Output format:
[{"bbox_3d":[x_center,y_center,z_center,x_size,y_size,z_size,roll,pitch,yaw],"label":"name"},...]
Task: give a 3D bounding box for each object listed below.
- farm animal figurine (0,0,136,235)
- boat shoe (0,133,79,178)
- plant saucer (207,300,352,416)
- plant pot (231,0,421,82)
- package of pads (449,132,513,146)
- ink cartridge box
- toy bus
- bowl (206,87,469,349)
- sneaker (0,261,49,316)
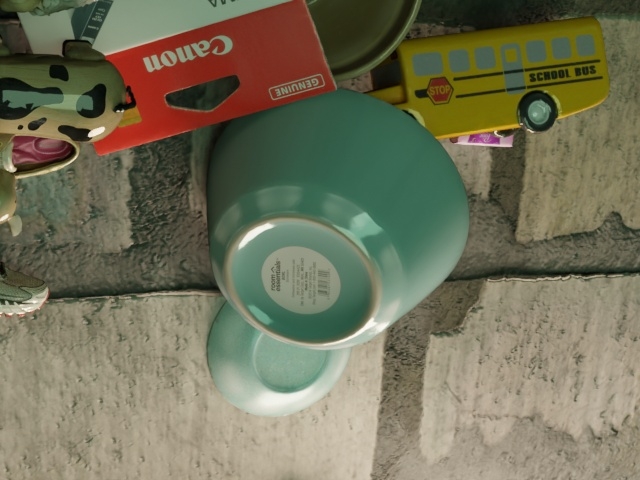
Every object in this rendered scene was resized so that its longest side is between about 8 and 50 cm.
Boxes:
[{"bbox_3d":[-0.340,-0.124,1.748,0.327,0.172,0.330,-14,112,-12],"label":"farm animal figurine"},{"bbox_3d":[-0.347,-0.097,1.909,0.170,0.059,0.063,-13,112,-19],"label":"boat shoe"},{"bbox_3d":[-0.041,0.132,2.129,0.195,0.037,0.194,-8,110,-22],"label":"plant saucer"},{"bbox_3d":[-0.011,-0.302,1.957,0.237,0.110,0.237,-8,110,-22],"label":"plant pot"},{"bbox_3d":[0.201,-0.142,2.144,0.083,0.032,0.050,2,102,-24],"label":"package of pads"},{"bbox_3d":[-0.161,-0.232,1.859,0.296,0.066,0.261,-15,111,14],"label":"ink cartridge box"},{"bbox_3d":[0.172,-0.179,2.051,0.333,0.108,0.130,-10,93,-20],"label":"toy bus"},{"bbox_3d":[0.000,0.000,1.941,0.312,0.163,0.311,8,125,11],"label":"bowl"},{"bbox_3d":[-0.396,0.017,1.910,0.225,0.088,0.092,26,94,-28],"label":"sneaker"}]
